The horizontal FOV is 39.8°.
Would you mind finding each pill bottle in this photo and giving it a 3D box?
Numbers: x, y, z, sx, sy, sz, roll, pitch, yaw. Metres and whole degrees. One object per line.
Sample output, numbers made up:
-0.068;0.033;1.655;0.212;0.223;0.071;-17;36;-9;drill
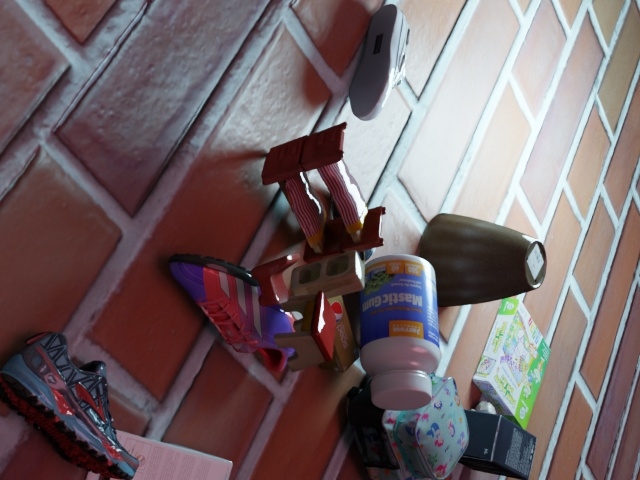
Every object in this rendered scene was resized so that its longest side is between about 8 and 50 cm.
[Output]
0.149;0.176;1.681;0.152;0.152;0.272;39;42;-45;pill bottle

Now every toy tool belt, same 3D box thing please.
0.398;0.420;2.150;0.083;0.051;0.052;47;40;-56;toy tool belt

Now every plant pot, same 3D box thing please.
0.369;0.046;1.946;0.215;0.230;0.216;-2;92;-51;plant pot

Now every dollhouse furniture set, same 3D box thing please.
0.000;0.000;1.440;0.374;0.152;0.201;-83;151;-52;dollhouse furniture set

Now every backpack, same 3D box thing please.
0.183;0.387;1.777;0.225;0.191;0.254;-41;127;-43;backpack

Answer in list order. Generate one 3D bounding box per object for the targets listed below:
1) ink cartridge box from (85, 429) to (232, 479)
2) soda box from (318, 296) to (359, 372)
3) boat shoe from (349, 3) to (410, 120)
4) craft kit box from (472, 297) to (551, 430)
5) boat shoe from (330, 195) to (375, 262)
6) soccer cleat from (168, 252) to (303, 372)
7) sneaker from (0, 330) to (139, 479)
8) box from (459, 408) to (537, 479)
-0.262;0.398;1.341;0.232;0.066;0.189;24;72;-27;ink cartridge box
0.012;0.153;1.642;0.058;0.061;0.181;-38;120;-43;soda box
0.132;-0.341;1.745;0.084;0.095;0.258;33;67;-42;boat shoe
0.492;0.316;2.249;0.250;0.061;0.247;51;57;-39;craft kit box
0.050;-0.024;1.679;0.083;0.065;0.183;-50;128;-39;boat shoe
-0.134;0.117;1.431;0.318;0.108;0.117;37;66;-48;soccer cleat
-0.316;0.227;1.210;0.262;0.104;0.125;58;48;-34;sneaker
0.383;0.469;2.040;0.207;0.153;0.108;37;63;-46;box
